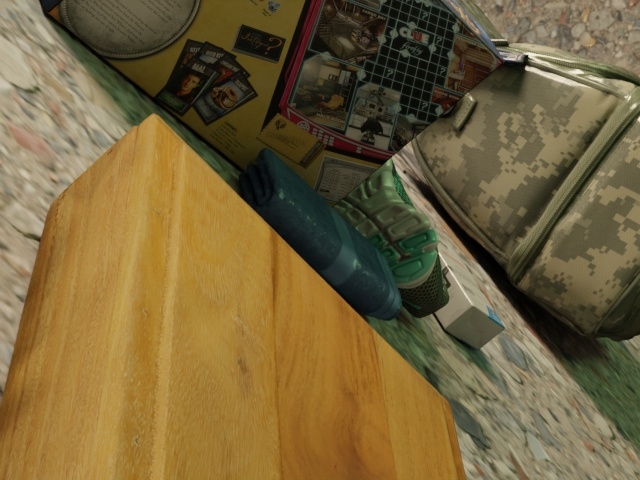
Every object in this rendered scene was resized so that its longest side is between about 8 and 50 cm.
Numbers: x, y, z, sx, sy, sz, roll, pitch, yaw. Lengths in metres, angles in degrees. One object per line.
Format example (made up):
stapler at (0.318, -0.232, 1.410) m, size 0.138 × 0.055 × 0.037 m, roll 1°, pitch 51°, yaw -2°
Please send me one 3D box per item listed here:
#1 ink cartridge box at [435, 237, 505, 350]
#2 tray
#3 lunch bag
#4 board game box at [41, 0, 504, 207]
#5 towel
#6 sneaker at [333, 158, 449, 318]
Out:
ink cartridge box at (0.092, 0.034, 1.326) m, size 0.048 × 0.028 × 0.083 m, roll 34°, pitch 20°, yaw -48°
tray at (-0.019, 0.108, 0.665) m, size 0.203 × 0.076 × 0.411 m, roll 45°, pitch 15°, yaw -18°
lunch bag at (0.221, -0.061, 1.661) m, size 0.256 × 0.212 × 0.305 m, roll 35°, pitch 9°, yaw 15°
board game box at (-0.025, -0.130, 1.108) m, size 0.243 × 0.165 × 0.042 m, roll 39°, pitch 18°, yaw -39°
towel at (0.000, 0.000, 1.122) m, size 0.119 × 0.029 × 0.067 m, roll 43°, pitch 14°, yaw -28°
sneaker at (0.040, -0.010, 1.250) m, size 0.076 × 0.065 × 0.166 m, roll 59°, pitch 6°, yaw -45°
